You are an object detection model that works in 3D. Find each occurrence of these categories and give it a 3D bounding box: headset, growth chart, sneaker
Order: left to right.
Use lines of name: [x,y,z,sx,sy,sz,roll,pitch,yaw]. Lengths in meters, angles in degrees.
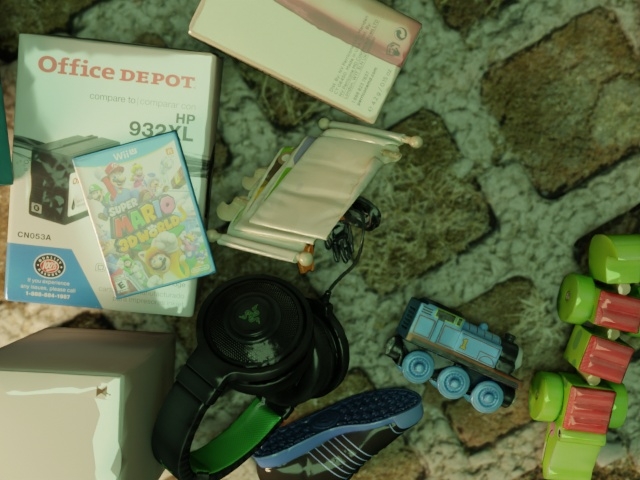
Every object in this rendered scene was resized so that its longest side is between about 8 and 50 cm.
headset: [-0.069,0.104,1.143,0.185,0.243,0.394,37,89,23]
growth chart: [-0.014,-0.064,1.121,0.237,0.172,0.021,-49,138,-24]
sneaker: [0.030,0.267,1.243,0.232,0.081,0.090,-19,112,2]

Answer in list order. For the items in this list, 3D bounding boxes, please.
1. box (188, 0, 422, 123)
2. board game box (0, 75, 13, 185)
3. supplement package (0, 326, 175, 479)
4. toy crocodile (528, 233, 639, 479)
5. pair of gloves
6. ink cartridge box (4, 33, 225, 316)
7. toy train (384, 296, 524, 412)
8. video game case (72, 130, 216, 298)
box: [-0.019,-0.242,1.111,0.232,0.148,0.127,26,97,-7]
board game box: [-0.488,-0.212,1.066,0.254,0.079,0.336,-6,91,16]
supplement package: [-0.277,0.205,1.087,0.175,0.293,0.177,3,92,1]
toy crocodile: [0.350,0.152,1.221,0.115,0.105,0.340,13,99,-5]
pair of gloves: [0.000,0.000,1.223,0.083,0.010,0.074,-14,104,1]
ink cartridge box: [-0.241,-0.080,1.137,0.223,0.129,0.307,6,99,-4]
toy train: [0.176,0.147,1.226,0.184,0.080,0.105,24,92,-7]
video game case: [-0.196,-0.028,1.075,0.119,0.015,0.166,-15,101,-1]
